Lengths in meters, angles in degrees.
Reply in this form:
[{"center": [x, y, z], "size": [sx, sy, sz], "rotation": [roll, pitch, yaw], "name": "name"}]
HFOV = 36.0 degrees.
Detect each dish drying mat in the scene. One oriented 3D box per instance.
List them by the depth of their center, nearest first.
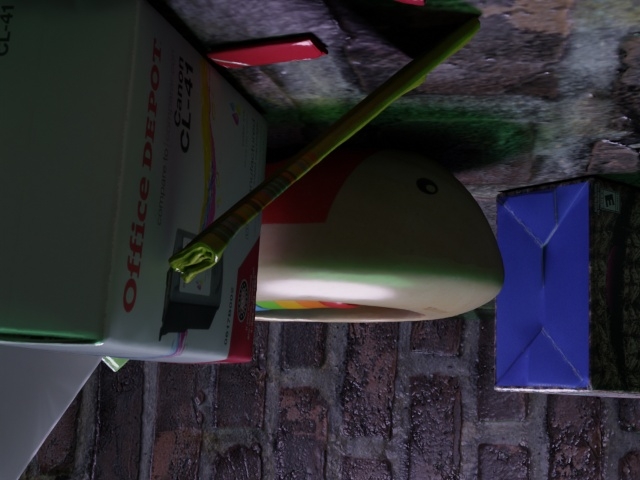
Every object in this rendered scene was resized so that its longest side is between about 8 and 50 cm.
[{"center": [-0.038, -0.134, 0.705], "size": [0.083, 0.008, 0.032], "rotation": [-1, 169, 25], "name": "dish drying mat"}]

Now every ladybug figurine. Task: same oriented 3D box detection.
[{"center": [-0.021, -0.002, 1.045], "size": [0.449, 0.161, 0.305], "rotation": [-4, 169, 34], "name": "ladybug figurine"}]

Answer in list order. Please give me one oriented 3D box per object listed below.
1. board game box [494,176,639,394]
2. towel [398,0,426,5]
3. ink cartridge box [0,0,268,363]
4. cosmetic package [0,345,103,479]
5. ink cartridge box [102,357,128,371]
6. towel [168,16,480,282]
[{"center": [0.355, 0.069, 1.167], "size": [0.291, 0.232, 0.141], "rotation": [8, 169, -37], "name": "board game box"}, {"center": [-0.036, -0.167, 0.429], "size": [0.199, 0.031, 0.275], "rotation": [3, 171, 2], "name": "towel"}, {"center": [-0.143, -0.025, 0.730], "size": [0.131, 0.226, 0.306], "rotation": [3, 172, 12], "name": "ink cartridge box"}, {"center": [-0.487, 0.112, 1.039], "size": [0.329, 0.327, 0.394], "rotation": [46, 149, -24], "name": "cosmetic package"}, {"center": [-0.322, 0.072, 1.269], "size": [0.209, 0.062, 0.109], "rotation": [32, 161, 40], "name": "ink cartridge box"}, {"center": [0.005, -0.058, 0.633], "size": [0.237, 0.021, 0.102], "rotation": [-41, -172, -20], "name": "towel"}]
